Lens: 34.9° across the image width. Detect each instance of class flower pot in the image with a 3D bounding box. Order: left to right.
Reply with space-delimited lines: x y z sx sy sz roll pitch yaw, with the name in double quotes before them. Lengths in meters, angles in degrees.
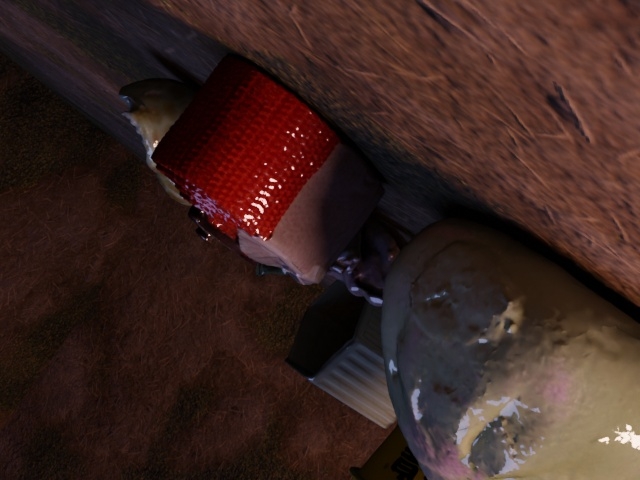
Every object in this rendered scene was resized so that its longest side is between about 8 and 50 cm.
"flower pot" 0.082 0.187 1.791 0.189 0.239 0.209 36 -156 -22

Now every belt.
"belt" -0.044 -0.042 0.799 0.128 0.124 0.201 34 176 34

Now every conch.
"conch" -0.126 -0.098 1.014 0.173 0.106 0.116 52 177 -22

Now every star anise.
"star anise" 0.000 0.000 1.036 0.236 0.093 0.229 25 -175 23

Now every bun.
"bun" 0.148 0.125 0.750 0.293 0.187 0.293 37 174 4

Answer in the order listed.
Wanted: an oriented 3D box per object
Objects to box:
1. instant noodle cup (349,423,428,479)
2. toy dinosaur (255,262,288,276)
"instant noodle cup" 0.236 0.276 1.264 0.325 0.254 0.325 34 175 3
"toy dinosaur" -0.041 0.022 1.791 0.147 0.077 0.363 -2 178 -10
